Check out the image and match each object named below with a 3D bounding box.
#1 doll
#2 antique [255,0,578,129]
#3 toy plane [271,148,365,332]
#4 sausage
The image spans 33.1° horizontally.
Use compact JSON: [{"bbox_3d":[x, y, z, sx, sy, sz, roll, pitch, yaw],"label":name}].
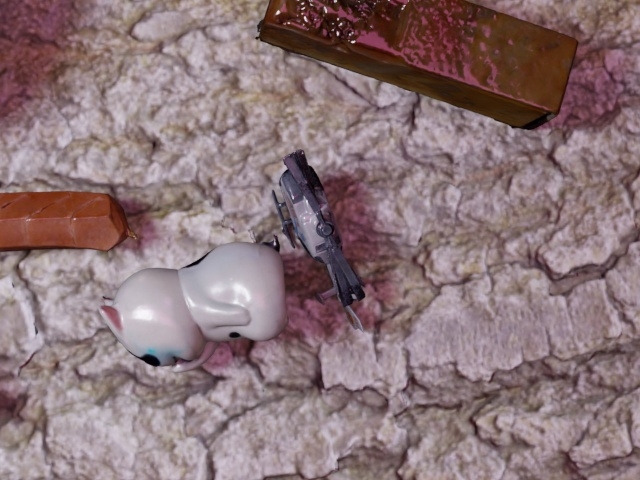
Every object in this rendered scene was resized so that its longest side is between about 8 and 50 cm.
[{"bbox_3d":[-0.114,0.065,1.033,0.180,0.110,0.107,-18,87,-6],"label":"doll"},{"bbox_3d":[0.094,-0.202,1.088,0.309,0.093,0.087,18,84,-6],"label":"antique"},{"bbox_3d":[0.000,0.000,1.070,0.053,0.078,0.197,-22,104,-11],"label":"toy plane"},{"bbox_3d":[-0.263,-0.018,1.041,0.169,0.065,0.065,-2,86,-9],"label":"sausage"}]
